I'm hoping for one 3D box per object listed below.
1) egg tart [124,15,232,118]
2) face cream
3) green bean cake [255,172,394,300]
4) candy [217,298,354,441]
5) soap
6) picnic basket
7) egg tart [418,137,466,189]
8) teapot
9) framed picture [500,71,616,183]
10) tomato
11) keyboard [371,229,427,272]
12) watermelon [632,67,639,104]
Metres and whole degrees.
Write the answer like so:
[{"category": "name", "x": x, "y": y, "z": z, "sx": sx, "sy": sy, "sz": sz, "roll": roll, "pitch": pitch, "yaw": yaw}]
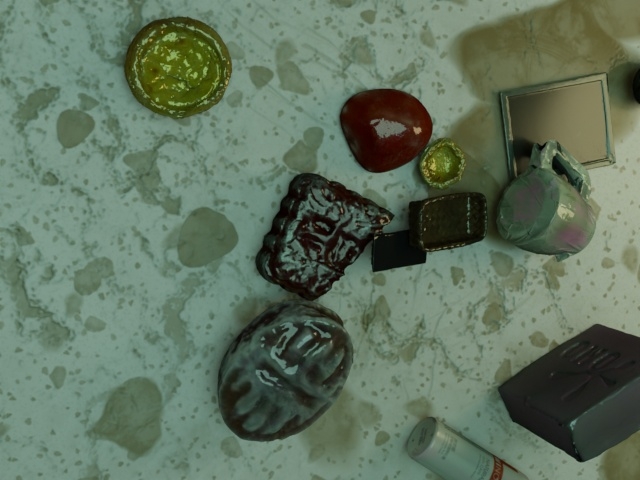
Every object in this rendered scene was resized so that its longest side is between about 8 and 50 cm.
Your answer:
[{"category": "egg tart", "x": -0.257, "y": -0.310, "z": 1.576, "sx": 0.191, "sy": 0.074, "sz": 0.191, "roll": -2, "pitch": 98, "yaw": -14}, {"category": "face cream", "x": 0.342, "y": 0.494, "z": 1.836, "sx": 0.345, "sy": 0.102, "sz": 0.102, "roll": 33, "pitch": 88, "yaw": -17}, {"category": "green bean cake", "x": 0.000, "y": 0.000, "z": 1.677, "sx": 0.198, "sy": 0.097, "sz": 0.233, "roll": 29, "pitch": 88, "yaw": -18}, {"category": "candy", "x": -0.068, "y": 0.242, "z": 1.653, "sx": 0.214, "sy": 0.157, "sz": 0.289, "roll": 40, "pitch": 100, "yaw": -20}, {"category": "soap", "x": 0.548, "y": 0.302, "z": 1.771, "sx": 0.285, "sy": 0.296, "sz": 0.107, "roll": -30, "pitch": 102, "yaw": -12}, {"category": "picnic basket", "x": 0.250, "y": -0.039, "z": 1.739, "sx": 0.193, "sy": 0.054, "sz": 0.110, "roll": -8, "pitch": 101, "yaw": -39}, {"category": "egg tart", "x": 0.239, "y": -0.154, "z": 1.754, "sx": 0.105, "sy": 0.039, "sz": 0.105, "roll": -2, "pitch": 98, "yaw": -16}, {"category": "teapot", "x": 0.465, "y": -0.068, "z": 1.790, "sx": 0.178, "sy": 0.163, "sz": 0.222, "roll": 23, "pitch": 50, "yaw": -32}, {"category": "framed picture", "x": 0.496, "y": -0.234, "z": 1.830, "sx": 0.252, "sy": 0.014, "sz": 0.197, "roll": -12, "pitch": 101, "yaw": -14}, {"category": "tomato", "x": 0.138, "y": -0.220, "z": 1.695, "sx": 0.174, "sy": 0.082, "sz": 0.166, "roll": -25, "pitch": 102, "yaw": -9}, {"category": "keyboard", "x": 0.155, "y": 0.017, "z": 1.711, "sx": 0.196, "sy": 0.015, "sz": 0.074, "roll": -8, "pitch": 106, "yaw": -51}, {"category": "watermelon", "x": 0.718, "y": -0.330, "z": 1.827, "sx": 0.133, "sy": 0.105, "sz": 0.105, "roll": -21, "pitch": 103, "yaw": 10}]
